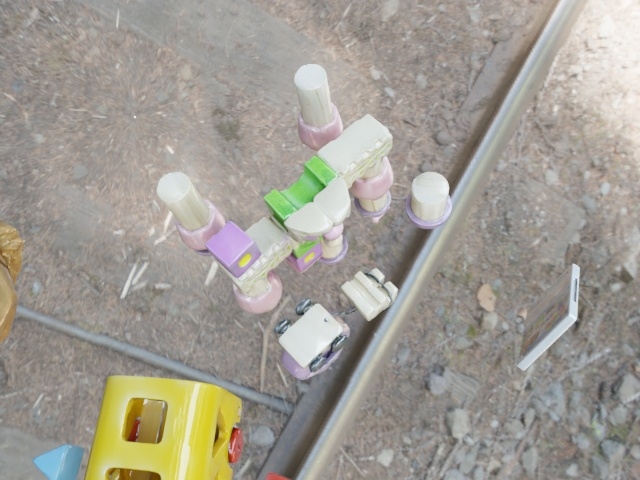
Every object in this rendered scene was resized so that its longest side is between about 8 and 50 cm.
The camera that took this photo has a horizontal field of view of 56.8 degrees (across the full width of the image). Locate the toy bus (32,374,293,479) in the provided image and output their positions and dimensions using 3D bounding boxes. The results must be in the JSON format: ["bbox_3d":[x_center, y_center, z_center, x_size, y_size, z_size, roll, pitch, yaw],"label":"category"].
[{"bbox_3d":[-0.122,0.194,0.421,0.191,0.104,0.202,-40,67,-10],"label":"toy bus"}]

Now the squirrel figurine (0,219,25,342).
[{"bbox_3d":[-0.609,0.153,0.889,0.281,0.397,0.370,22,113,-13],"label":"squirrel figurine"}]

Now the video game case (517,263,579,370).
[{"bbox_3d":[0.257,0.083,0.665,0.011,0.122,0.087,36,123,6],"label":"video game case"}]

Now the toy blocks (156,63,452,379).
[{"bbox_3d":[0.000,0.000,0.784,0.288,0.260,0.309,-41,67,-11],"label":"toy blocks"}]
